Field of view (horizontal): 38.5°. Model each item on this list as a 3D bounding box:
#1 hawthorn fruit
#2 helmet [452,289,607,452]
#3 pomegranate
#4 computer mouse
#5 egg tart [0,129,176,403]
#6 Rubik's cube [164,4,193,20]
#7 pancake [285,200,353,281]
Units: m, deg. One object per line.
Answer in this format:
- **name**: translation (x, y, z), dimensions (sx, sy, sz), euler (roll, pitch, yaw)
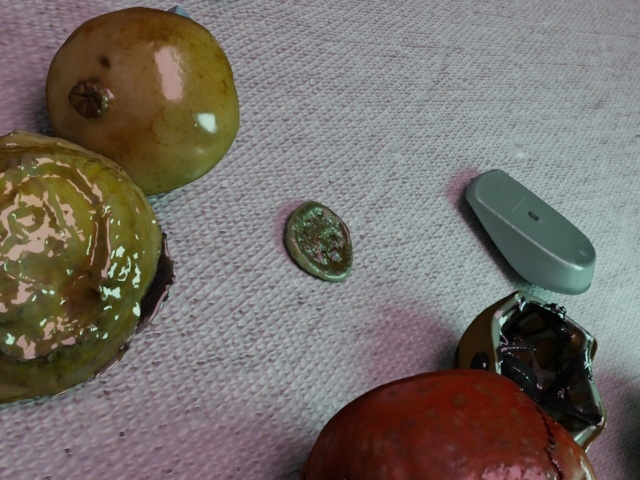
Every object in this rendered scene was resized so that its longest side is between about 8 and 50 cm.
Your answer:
- **hawthorn fruit**: translation (0.087, 0.243, 0.826), dimensions (0.307, 0.276, 0.276), euler (10, 56, -18)
- **helmet**: translation (0.235, 0.176, 1.097), dimensions (0.198, 0.130, 0.224), euler (26, 58, -24)
- **pomegranate**: translation (-0.172, -0.133, 0.878), dimensions (0.196, 0.196, 0.196), euler (24, 49, -31)
- **computer mouse**: translation (0.299, -0.007, 1.327), dimensions (0.231, 0.079, 0.128), euler (43, 36, 11)
- **egg tart**: translation (-0.236, 0.011, 0.751), dimensions (0.252, 0.098, 0.232), euler (-13, 81, -29)
- **Rubik's cube**: translation (-0.170, -0.206, 1.013), dimensions (0.075, 0.073, 0.084), euler (56, 32, -25)
- **pancake**: translation (0.000, -0.001, 1.076), dimensions (0.108, 0.017, 0.108), euler (25, 51, -35)
